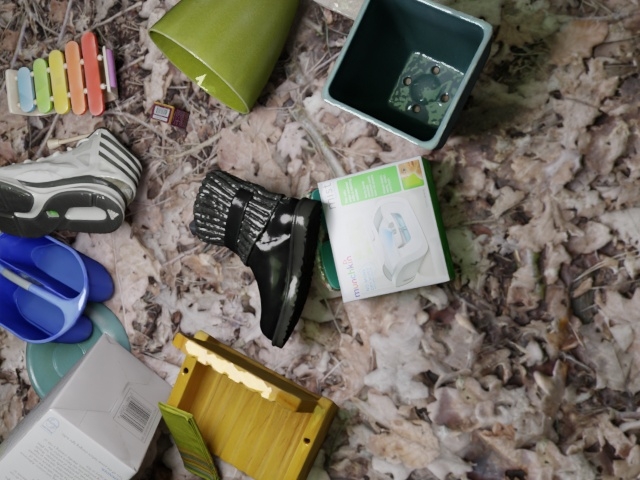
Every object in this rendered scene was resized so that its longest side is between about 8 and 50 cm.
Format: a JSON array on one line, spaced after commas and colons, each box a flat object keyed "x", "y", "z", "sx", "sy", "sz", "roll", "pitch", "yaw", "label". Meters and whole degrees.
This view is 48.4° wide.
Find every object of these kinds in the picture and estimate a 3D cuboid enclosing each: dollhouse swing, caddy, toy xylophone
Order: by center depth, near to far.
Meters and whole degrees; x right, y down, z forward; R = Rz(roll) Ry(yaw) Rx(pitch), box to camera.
[{"x": -0.185, "y": 0.379, "z": 1.517, "sx": 0.346, "sy": 0.305, "sz": 0.315, "roll": 26, "pitch": 97, "yaw": 16, "label": "dollhouse swing"}, {"x": -0.677, "y": 0.110, "z": 1.716, "sx": 0.341, "sy": 0.179, "sz": 0.241, "roll": 24, "pitch": 84, "yaw": 23, "label": "caddy"}, {"x": -0.629, "y": -0.365, "z": 1.780, "sx": 0.322, "sy": 0.081, "sz": 0.236, "roll": -16, "pitch": 85, "yaw": 18, "label": "toy xylophone"}]

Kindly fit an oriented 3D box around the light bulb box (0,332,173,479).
[{"x": -0.560, "y": 0.460, "z": 1.587, "sx": 0.225, "sy": 0.358, "sz": 0.361, "roll": 42, "pitch": 104, "yaw": -11, "label": "light bulb box"}]

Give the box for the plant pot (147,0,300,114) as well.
[{"x": -0.177, "y": -0.478, "z": 1.560, "sx": 0.274, "sy": 0.275, "sz": 0.294, "roll": 35, "pitch": 84, "yaw": 15, "label": "plant pot"}]

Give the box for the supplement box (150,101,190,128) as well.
[{"x": -0.356, "y": -0.297, "z": 1.688, "sx": 0.054, "sy": 0.083, "sz": 0.043, "roll": 17, "pitch": 96, "yaw": 18, "label": "supplement box"}]

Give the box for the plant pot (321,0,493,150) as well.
[{"x": 0.189, "y": -0.324, "z": 1.420, "sx": 0.247, "sy": 0.252, "sz": 0.248, "roll": 28, "pitch": 98, "yaw": 16, "label": "plant pot"}]

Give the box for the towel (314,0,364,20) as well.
[{"x": 0.108, "y": -0.571, "z": 1.555, "sx": 0.282, "sy": 0.049, "sz": 0.187, "roll": 28, "pitch": 99, "yaw": 16, "label": "towel"}]

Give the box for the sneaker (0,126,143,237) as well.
[{"x": -0.630, "y": -0.148, "z": 1.711, "sx": 0.447, "sy": 0.258, "sz": 0.169, "roll": 5, "pitch": 134, "yaw": 13, "label": "sneaker"}]

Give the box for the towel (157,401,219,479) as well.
[{"x": -0.302, "y": 0.464, "z": 1.623, "sx": 0.102, "sy": 0.021, "sz": 0.237, "roll": 11, "pitch": 132, "yaw": 28, "label": "towel"}]

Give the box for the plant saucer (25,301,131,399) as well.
[{"x": -0.624, "y": 0.299, "z": 1.799, "sx": 0.317, "sy": 0.043, "sz": 0.318, "roll": 0, "pitch": 89, "yaw": 18, "label": "plant saucer"}]

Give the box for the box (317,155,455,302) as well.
[{"x": 0.141, "y": -0.021, "z": 1.505, "sx": 0.231, "sy": 0.126, "sz": 0.262, "roll": -13, "pitch": 87, "yaw": 16, "label": "box"}]

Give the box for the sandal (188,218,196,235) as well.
[{"x": -0.188, "y": -0.024, "z": 1.633, "sx": 0.254, "sy": 0.097, "sz": 0.055, "roll": 1, "pitch": 117, "yaw": 19, "label": "sandal"}]

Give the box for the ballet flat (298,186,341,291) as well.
[{"x": 0.000, "y": 0.000, "z": 1.583, "sx": 0.077, "sy": 0.091, "sz": 0.241, "roll": -19, "pitch": 78, "yaw": 48, "label": "ballet flat"}]

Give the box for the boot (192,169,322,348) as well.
[{"x": -0.149, "y": 0.038, "z": 1.517, "sx": 0.260, "sy": 0.131, "sz": 0.348, "roll": 13, "pitch": 103, "yaw": 13, "label": "boot"}]
